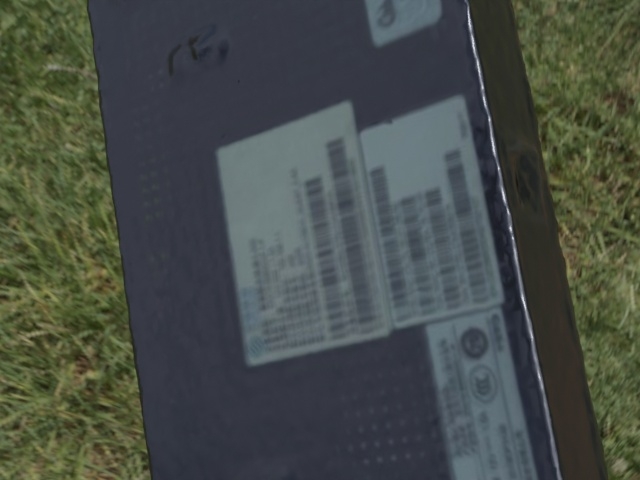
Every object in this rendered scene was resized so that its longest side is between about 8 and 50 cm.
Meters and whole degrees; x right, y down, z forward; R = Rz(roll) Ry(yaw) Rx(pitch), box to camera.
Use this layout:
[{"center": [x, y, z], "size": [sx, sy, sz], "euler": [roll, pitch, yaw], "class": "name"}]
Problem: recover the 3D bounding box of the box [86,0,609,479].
[{"center": [0.000, 0.000, 0.499], "size": [0.211, 0.058, 0.350], "euler": [-17, 78, 32], "class": "box"}]
